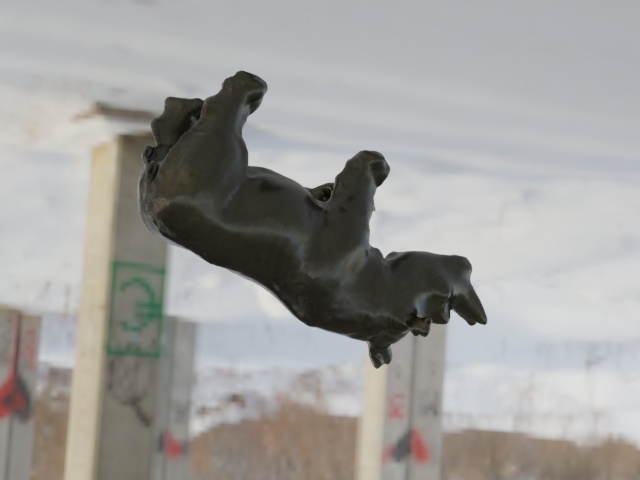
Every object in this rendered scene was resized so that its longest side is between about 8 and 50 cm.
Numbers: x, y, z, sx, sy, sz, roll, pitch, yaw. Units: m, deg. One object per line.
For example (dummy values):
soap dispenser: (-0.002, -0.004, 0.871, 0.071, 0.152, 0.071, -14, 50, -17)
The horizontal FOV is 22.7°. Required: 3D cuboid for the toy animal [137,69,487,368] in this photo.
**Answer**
toy animal: (0.000, 0.000, 0.550, 0.136, 0.065, 0.047, 31, 142, -18)
